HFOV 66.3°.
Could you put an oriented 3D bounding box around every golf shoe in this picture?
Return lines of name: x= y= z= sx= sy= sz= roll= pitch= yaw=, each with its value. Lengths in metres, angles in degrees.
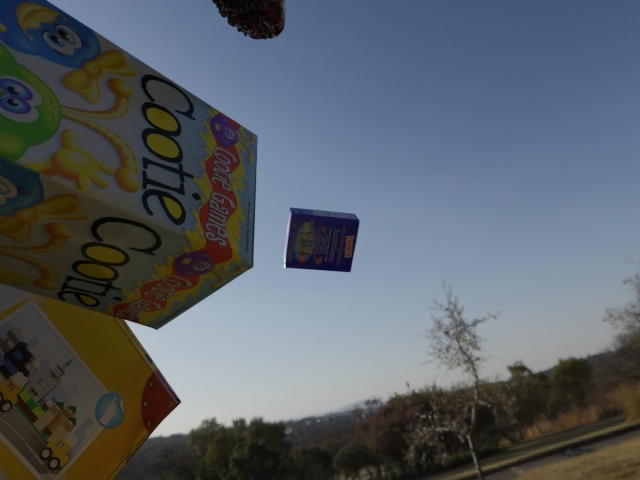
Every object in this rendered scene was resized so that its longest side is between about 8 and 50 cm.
golf shoe: x=-0.072 y=-0.262 z=0.419 sx=0.067 sy=0.086 sz=0.186 roll=2 pitch=-29 yaw=22

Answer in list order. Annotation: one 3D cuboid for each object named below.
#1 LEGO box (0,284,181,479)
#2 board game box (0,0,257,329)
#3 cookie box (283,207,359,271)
LEGO box: x=-0.445 y=0.121 z=0.517 sx=0.193 sy=0.500 sz=0.372 roll=-20 pitch=16 yaw=31
board game box: x=-0.196 y=-0.057 z=0.352 sx=0.275 sy=0.142 sz=0.144 roll=27 pitch=-46 yaw=-37
cookie box: x=0.000 y=0.000 z=0.770 sx=0.107 sy=0.040 sz=0.092 roll=5 pitch=-69 yaw=-10
